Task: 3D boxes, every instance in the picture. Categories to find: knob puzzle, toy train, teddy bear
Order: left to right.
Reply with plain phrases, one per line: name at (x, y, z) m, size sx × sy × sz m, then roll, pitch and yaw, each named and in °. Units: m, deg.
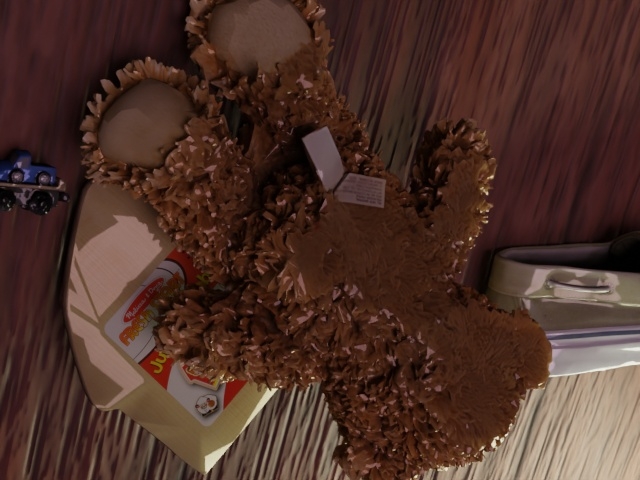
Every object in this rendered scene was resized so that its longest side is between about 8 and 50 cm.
toy train at (-0.214, -0.038, 0.609) m, size 0.158 × 0.027 × 0.036 m, roll 6°, pitch 97°, yaw -34°
knob puzzle at (-0.086, 0.028, 0.714) m, size 0.213 × 0.030 × 0.213 m, roll -6°, pitch 102°, yaw -31°
teddy bear at (0.000, 0.000, 0.697) m, size 0.338 × 0.113 × 0.245 m, roll 34°, pitch 72°, yaw -24°

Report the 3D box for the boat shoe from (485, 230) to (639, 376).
boat shoe at (0.266, 0.041, 0.900) m, size 0.302 × 0.109 × 0.094 m, roll -9°, pitch 113°, yaw -26°
